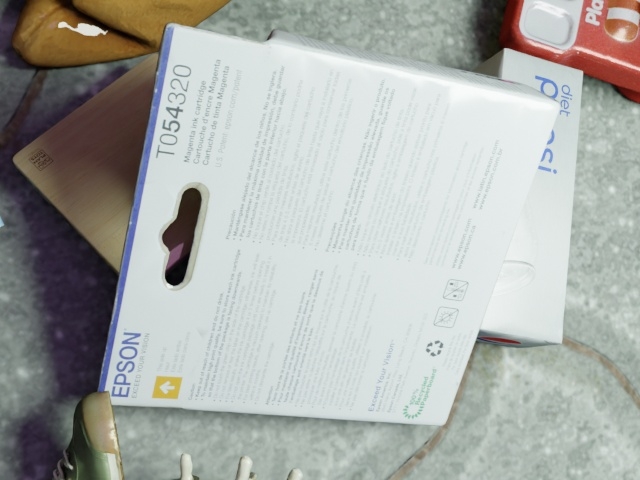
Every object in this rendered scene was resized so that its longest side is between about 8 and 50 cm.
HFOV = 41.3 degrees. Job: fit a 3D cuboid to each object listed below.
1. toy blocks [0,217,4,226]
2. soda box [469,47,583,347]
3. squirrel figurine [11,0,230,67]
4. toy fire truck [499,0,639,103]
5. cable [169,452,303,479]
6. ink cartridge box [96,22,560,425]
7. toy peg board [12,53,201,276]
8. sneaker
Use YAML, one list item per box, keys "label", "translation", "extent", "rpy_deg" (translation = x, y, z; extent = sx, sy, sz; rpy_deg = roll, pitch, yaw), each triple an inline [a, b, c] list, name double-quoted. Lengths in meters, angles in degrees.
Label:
- label: "toy blocks"
  translation: [-0.338, -0.057, 0.690]
  extent: [0.123, 0.054, 0.148]
  rpy_deg: [-29, 93, -22]
- label: "soda box"
  translation: [0.191, -0.039, 0.860]
  extent: [0.098, 0.091, 0.286]
  rpy_deg: [12, 78, -18]
- label: "squirrel figurine"
  translation: [-0.081, -0.322, 0.653]
  extent: [0.397, 0.370, 0.280]
  rpy_deg: [-3, 83, -20]
- label: "toy fire truck"
  translation: [0.337, -0.303, 0.918]
  extent: [0.254, 0.169, 0.302]
  rpy_deg: [17, 76, -9]
- label: "cable"
  translation: [-0.094, 0.315, 0.706]
  extent: [0.140, 0.072, 0.287]
  rpy_deg: [6, 87, 12]
- label: "ink cartridge box"
  translation: [0.000, 0.000, 0.717]
  extent: [0.330, 0.071, 0.324]
  rpy_deg: [9, 112, -19]
- label: "toy peg board"
  translation: [-0.153, -0.050, 0.756]
  extent: [0.160, 0.079, 0.161]
  rpy_deg: [45, 69, 8]
- label: "sneaker"
  translation: [-0.197, 0.218, 0.676]
  extent: [0.086, 0.064, 0.192]
  rpy_deg: [-8, 106, -15]
